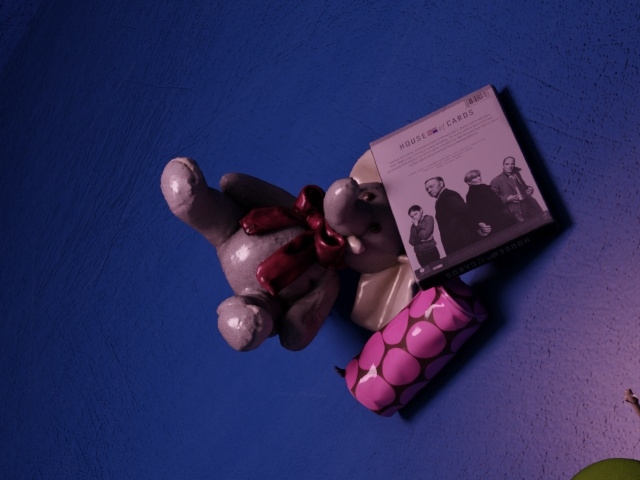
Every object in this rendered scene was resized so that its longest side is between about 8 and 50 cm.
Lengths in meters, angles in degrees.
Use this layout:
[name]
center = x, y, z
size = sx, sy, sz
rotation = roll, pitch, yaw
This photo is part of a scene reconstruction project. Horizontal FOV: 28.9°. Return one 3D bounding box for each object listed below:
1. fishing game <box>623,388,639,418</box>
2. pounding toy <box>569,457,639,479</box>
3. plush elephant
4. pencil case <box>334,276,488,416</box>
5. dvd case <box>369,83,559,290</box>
[fishing game]
center = 0.402, 0.173, 1.120
size = 0.189, 0.041, 0.264
rotation = 57, 147, 6
[pounding toy]
center = 0.277, 0.323, 1.227
size = 0.183, 0.110, 0.237
rotation = -49, 41, 30
[plush elephant]
center = 0.000, 0.000, 1.637
size = 0.255, 0.330, 0.272
rotation = -31, 63, 15
[pencil case]
center = 0.115, 0.123, 1.551
size = 0.209, 0.095, 0.098
rotation = -47, 29, 29
[dvd case]
center = 0.171, -0.069, 1.530
size = 0.179, 0.029, 0.239
rotation = -25, 49, 11
